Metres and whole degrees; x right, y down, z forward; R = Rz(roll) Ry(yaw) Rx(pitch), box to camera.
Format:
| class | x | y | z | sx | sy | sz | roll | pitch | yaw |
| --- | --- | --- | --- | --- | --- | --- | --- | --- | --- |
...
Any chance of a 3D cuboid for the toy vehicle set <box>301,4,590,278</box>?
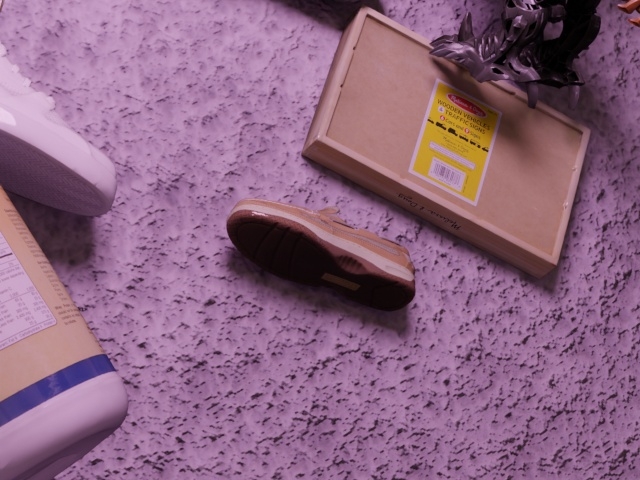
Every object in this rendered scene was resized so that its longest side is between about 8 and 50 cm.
| class | x | y | z | sx | sy | sz | roll | pitch | yaw |
| --- | --- | --- | --- | --- | --- | --- | --- | --- | --- |
| toy vehicle set | 0.125 | -0.094 | 1.807 | 0.267 | 0.035 | 0.166 | 28 | 58 | -14 |

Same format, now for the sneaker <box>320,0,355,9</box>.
| class | x | y | z | sx | sy | sz | roll | pitch | yaw |
| --- | --- | --- | --- | --- | --- | --- | --- | --- | --- |
| sneaker | -0.034 | -0.266 | 1.779 | 0.222 | 0.083 | 0.118 | -17 | 99 | -17 |

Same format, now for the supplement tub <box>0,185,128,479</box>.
| class | x | y | z | sx | sy | sz | roll | pitch | yaw |
| --- | --- | --- | --- | --- | --- | --- | --- | --- | --- |
| supplement tub | -0.312 | 0.054 | 1.402 | 0.228 | 0.228 | 0.316 | -29 | 82 | -34 |

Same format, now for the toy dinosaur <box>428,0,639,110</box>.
| class | x | y | z | sx | sy | sz | roll | pitch | yaw |
| --- | --- | --- | --- | --- | --- | --- | --- | --- | --- |
| toy dinosaur | 0.218 | -0.248 | 1.778 | 0.164 | 0.218 | 0.322 | 13 | 25 | -30 |

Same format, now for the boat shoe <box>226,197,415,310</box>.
| class | x | y | z | sx | sy | sz | roll | pitch | yaw |
| --- | --- | --- | --- | --- | --- | --- | --- | --- | --- |
| boat shoe | 0.000 | 0.000 | 1.692 | 0.190 | 0.068 | 0.072 | 26 | 46 | -26 |

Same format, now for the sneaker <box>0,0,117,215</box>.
| class | x | y | z | sx | sy | sz | roll | pitch | yaw |
| --- | --- | --- | --- | --- | --- | --- | --- | --- | --- |
| sneaker | -0.276 | -0.152 | 1.587 | 0.293 | 0.108 | 0.169 | 31 | 60 | -12 |
